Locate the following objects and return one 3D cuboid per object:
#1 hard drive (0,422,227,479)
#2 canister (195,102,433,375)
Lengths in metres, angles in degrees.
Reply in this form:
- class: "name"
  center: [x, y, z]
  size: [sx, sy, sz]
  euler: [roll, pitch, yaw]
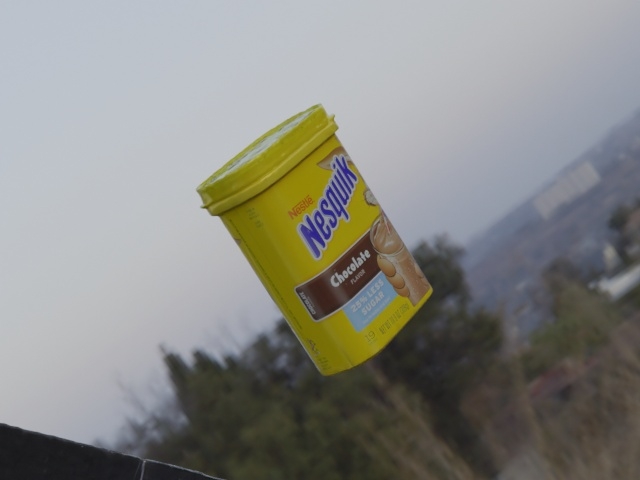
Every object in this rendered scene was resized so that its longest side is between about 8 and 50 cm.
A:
- class: "hard drive"
  center: [-0.266, 0.165, 1.009]
  size: [0.237, 0.339, 0.064]
  euler: [-21, 54, 56]
- class: "canister"
  center: [0.000, 0.000, 1.085]
  size: [0.073, 0.170, 0.126]
  euler: [-23, 14, 42]
